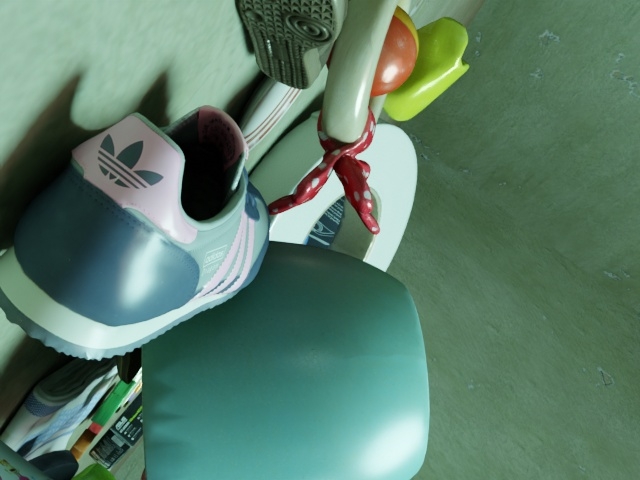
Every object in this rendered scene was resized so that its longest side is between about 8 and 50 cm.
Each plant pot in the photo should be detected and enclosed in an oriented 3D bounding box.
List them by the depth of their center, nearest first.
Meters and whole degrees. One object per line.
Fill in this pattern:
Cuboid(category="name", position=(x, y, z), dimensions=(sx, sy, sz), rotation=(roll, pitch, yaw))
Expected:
Cuboid(category="plant pot", position=(-0.032, 0.133, 0.698), dimensions=(0.293, 0.235, 0.293), rotation=(177, -90, -83))

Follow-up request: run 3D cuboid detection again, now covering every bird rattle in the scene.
Cuboid(category="bird rattle", position=(0.031, -0.142, 0.652), dimensions=(0.253, 0.143, 0.207), rotation=(-56, 161, -34))

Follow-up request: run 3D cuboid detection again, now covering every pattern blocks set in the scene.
Cuboid(category="pattern blocks set", position=(-0.240, 0.173, 0.995), dimensions=(0.285, 0.026, 0.325), rotation=(-54, -175, -8))

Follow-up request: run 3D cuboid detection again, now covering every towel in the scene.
Cuboid(category="towel", position=(-0.312, 0.229, 0.798), dimensions=(0.285, 0.034, 0.209), rotation=(-52, 177, 13))

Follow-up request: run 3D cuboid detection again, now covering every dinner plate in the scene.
Cuboid(category="dinner plate", position=(-0.043, -0.137, 0.697), dimensions=(0.141, 0.017, 0.141), rotation=(-52, 177, -4))

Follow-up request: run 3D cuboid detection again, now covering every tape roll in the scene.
Cuboid(category="tape roll", position=(0.000, 0.000, 1.059), dimensions=(0.392, 0.072, 0.392), rotation=(-39, 145, -34))

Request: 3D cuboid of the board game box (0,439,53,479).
Cuboid(category="board game box", position=(-0.316, 0.263, 0.440), dimensions=(0.303, 0.097, 0.224), rotation=(-52, 179, -10))

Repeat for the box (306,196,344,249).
Cuboid(category="box", position=(0.017, -0.066, 1.394), dimensions=(0.108, 0.153, 0.207), rotation=(-51, 179, -40))

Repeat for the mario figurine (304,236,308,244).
Cuboid(category="mario figurine", position=(-0.100, 0.013, 1.172), dimensions=(0.198, 0.170, 0.321), rotation=(10, 113, -46))

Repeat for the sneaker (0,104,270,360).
Cuboid(category="sneaker", position=(-0.078, -0.027, 0.500), dimensions=(0.131, 0.112, 0.319), rotation=(-52, 180, 16))

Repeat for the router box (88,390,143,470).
Cuboid(category="router box", position=(-0.239, 0.231, 0.969), dimensions=(0.092, 0.038, 0.122), rotation=(-47, -177, 42))

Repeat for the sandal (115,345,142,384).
Cuboid(category="sandal", position=(-0.199, 0.085, 0.742), dimensions=(0.072, 0.049, 0.180), rotation=(-57, 166, -27))

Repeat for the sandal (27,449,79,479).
Cuboid(category="sandal", position=(-0.323, 0.287, 0.681), dimensions=(0.254, 0.054, 0.097), rotation=(-35, 163, -52))

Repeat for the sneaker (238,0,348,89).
Cuboid(category="sneaker", position=(-0.013, -0.164, 0.498), dimensions=(0.188, 0.066, 0.071), rotation=(147, -36, -81))

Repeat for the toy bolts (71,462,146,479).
Cuboid(category="toy bolts", position=(-0.224, 0.353, 0.800), dimensions=(0.228, 0.218, 0.158), rotation=(-24, -167, 26))
